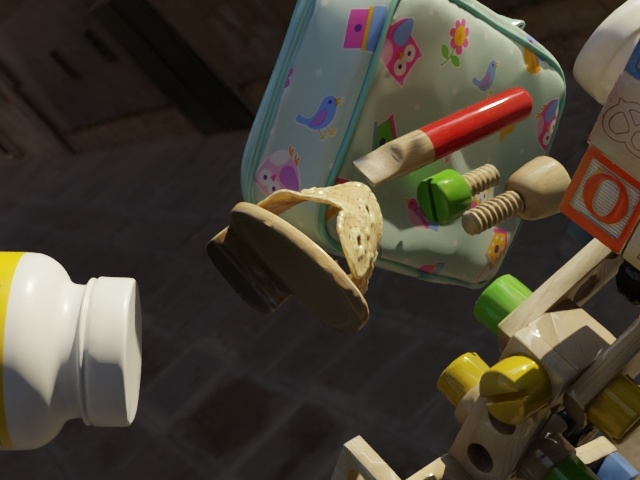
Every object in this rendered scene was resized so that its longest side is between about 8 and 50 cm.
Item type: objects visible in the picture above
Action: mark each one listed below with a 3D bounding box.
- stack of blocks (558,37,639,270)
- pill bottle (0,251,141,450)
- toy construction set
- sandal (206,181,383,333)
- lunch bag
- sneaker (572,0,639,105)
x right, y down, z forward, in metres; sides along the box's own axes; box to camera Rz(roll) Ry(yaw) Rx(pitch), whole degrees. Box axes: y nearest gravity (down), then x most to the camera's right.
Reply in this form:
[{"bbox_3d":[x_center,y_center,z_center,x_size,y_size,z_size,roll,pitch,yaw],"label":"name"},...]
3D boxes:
[{"bbox_3d":[0.271,-0.005,0.489,0.087,0.297,0.171,-22,-38,-40],"label":"stack of blocks"},{"bbox_3d":[-0.343,0.103,1.044,0.334,0.188,0.188,1,20,-4],"label":"pill bottle"},{"bbox_3d":[0.103,0.079,0.687,0.237,0.309,0.257,-24,-8,-28],"label":"toy construction set"},{"bbox_3d":[-0.004,-0.005,0.646,0.079,0.088,0.240,-42,9,-14],"label":"sandal"},{"bbox_3d":[0.075,-0.086,0.856,0.108,0.279,0.224,18,92,37],"label":"lunch bag"},{"bbox_3d":[0.320,-0.090,0.815,0.292,0.169,0.108,1,-45,-45],"label":"sneaker"}]
